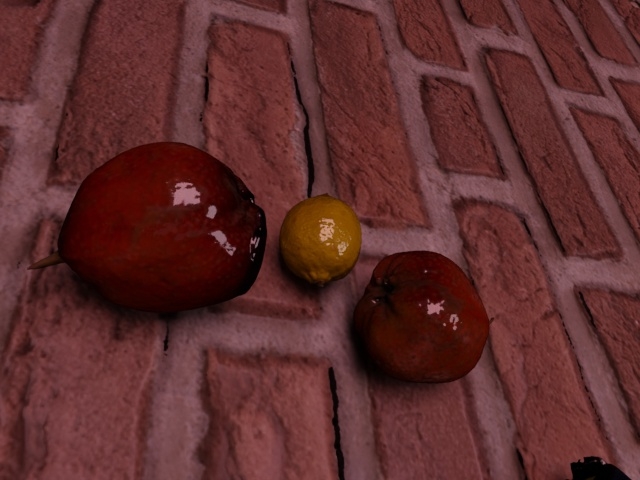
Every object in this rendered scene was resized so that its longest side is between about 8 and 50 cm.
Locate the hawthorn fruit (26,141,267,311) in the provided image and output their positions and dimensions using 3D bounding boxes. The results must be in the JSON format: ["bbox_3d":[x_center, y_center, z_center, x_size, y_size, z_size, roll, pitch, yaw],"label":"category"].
[{"bbox_3d":[-0.186,-0.006,0.618,0.251,0.189,0.190,-12,59,-8],"label":"hawthorn fruit"}]

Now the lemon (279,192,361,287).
[{"bbox_3d":[0.000,0.000,0.722,0.109,0.109,0.133,13,60,-13],"label":"lemon"}]

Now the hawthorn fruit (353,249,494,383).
[{"bbox_3d":[0.145,0.107,0.695,0.203,0.162,0.163,31,47,-23],"label":"hawthorn fruit"}]

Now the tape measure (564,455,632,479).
[{"bbox_3d":[0.326,0.359,0.593,0.186,0.112,0.199,44,52,9],"label":"tape measure"}]
